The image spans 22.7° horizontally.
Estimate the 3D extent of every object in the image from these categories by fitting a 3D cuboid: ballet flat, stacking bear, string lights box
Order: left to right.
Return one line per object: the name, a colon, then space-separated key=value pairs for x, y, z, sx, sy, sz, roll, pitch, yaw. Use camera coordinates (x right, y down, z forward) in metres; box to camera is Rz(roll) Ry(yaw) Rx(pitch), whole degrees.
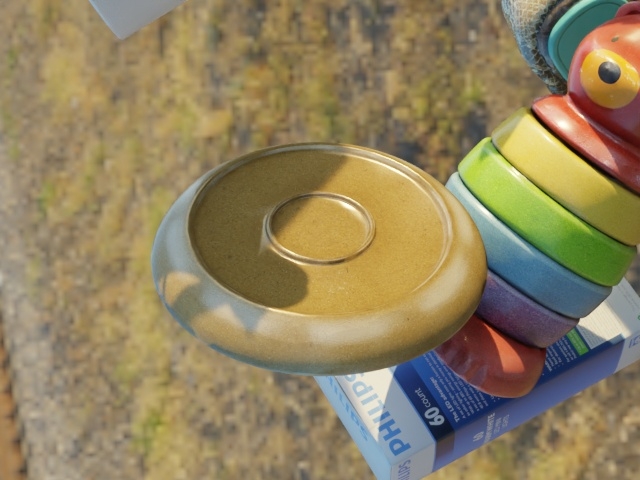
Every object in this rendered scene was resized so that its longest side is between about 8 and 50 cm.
string lights box: x=0.136 y=0.091 z=1.346 sx=0.133 sy=0.260 sz=0.077 roll=57 pitch=166 yaw=25
stacking bear: x=0.185 y=-0.043 z=1.208 sx=0.175 sy=0.164 sz=0.289 roll=46 pitch=108 yaw=32
ballet flat: x=0.334 y=-0.144 z=1.650 sx=0.483 sy=0.164 sz=0.182 roll=43 pitch=-168 yaw=-38

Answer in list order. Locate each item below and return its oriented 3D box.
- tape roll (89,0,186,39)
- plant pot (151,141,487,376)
tape roll: x=-0.170 y=-0.323 z=1.404 sx=0.246 sy=0.169 sz=0.246 roll=59 pitch=-178 yaw=-3
plant pot: x=0.000 y=0.000 z=1.108 sx=0.236 sy=0.236 sz=0.032 roll=-109 pitch=16 yaw=-47
